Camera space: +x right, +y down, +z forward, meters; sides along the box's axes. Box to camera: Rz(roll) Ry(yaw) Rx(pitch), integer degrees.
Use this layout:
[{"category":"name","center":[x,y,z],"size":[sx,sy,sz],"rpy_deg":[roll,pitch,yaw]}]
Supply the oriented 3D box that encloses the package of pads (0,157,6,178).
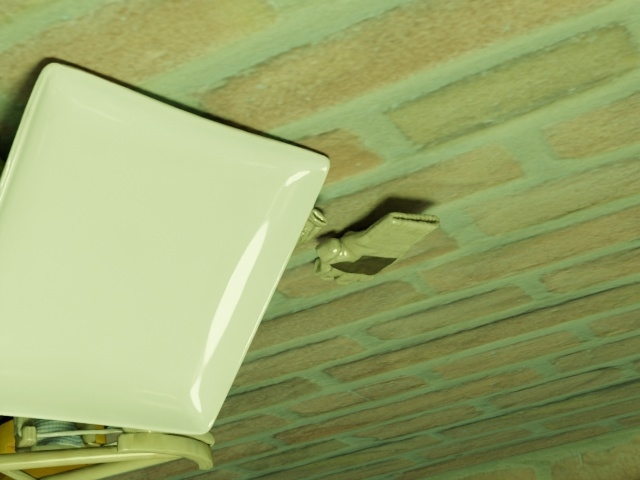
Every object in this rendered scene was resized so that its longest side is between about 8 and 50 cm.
[{"category":"package of pads","center":[-0.402,-0.005,1.076],"size":[0.229,0.101,0.296],"rpy_deg":[-14,154,11]}]

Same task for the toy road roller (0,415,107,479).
[{"category":"toy road roller","center":[-0.452,0.336,1.602],"size":[0.203,0.240,0.329],"rpy_deg":[15,141,-40]}]

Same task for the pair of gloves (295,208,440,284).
[{"category":"pair of gloves","center":[0.000,0.000,1.288],"size":[0.240,0.042,0.204],"rpy_deg":[3,156,-20]}]

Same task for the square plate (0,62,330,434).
[{"category":"square plate","center":[-0.190,0.026,1.071],"size":[0.347,0.049,0.344],"rpy_deg":[16,103,-42]}]

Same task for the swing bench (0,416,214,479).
[{"category":"swing bench","center":[-0.266,0.146,1.261],"size":[0.255,0.253,0.165],"rpy_deg":[-10,156,4]}]
